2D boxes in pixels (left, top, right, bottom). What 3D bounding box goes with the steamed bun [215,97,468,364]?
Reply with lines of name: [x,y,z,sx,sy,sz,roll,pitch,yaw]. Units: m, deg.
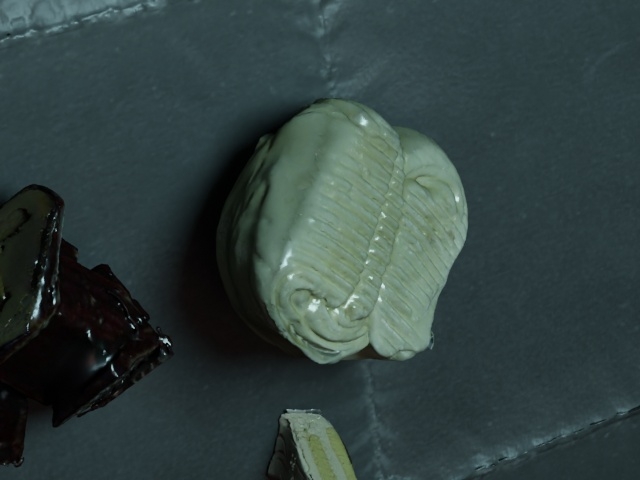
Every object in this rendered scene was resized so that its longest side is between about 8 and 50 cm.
steamed bun: [0.001,0.001,1.528,0.211,0.144,0.218,37,61,-42]

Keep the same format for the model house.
model house: [-0.229,0.082,1.468,0.203,0.141,0.164,-32,147,11]

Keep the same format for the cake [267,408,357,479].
cake: [0.000,0.199,1.619,0.052,0.121,0.065,10,114,-24]
